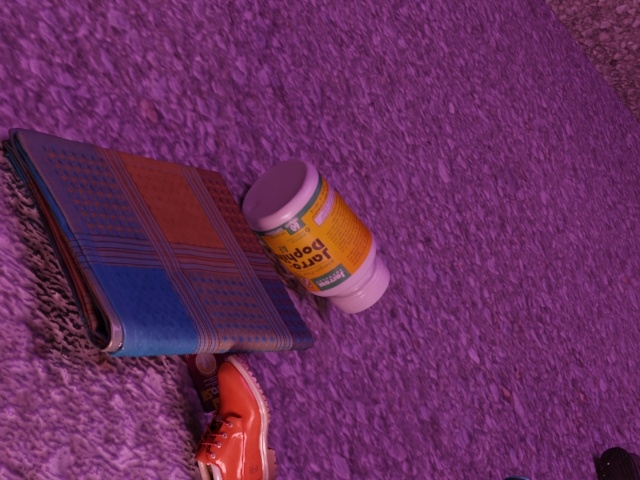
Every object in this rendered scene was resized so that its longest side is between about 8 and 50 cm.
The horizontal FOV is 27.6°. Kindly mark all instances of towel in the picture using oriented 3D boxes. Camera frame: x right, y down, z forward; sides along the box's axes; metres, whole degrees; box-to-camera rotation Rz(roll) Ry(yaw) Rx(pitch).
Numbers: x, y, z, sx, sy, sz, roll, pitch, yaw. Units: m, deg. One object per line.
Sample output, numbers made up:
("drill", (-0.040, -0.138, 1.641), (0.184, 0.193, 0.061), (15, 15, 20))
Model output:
("towel", (-0.170, 0.013, 1.447), (0.370, 0.040, 0.271), (9, 48, -59))

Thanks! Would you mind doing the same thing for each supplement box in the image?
("supplement box", (-0.115, 0.147, 1.485), (0.043, 0.055, 0.083), (-19, 85, -62))

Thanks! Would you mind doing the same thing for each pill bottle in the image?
("pill bottle", (0.000, 0.000, 1.726), (0.208, 0.118, 0.117), (49, 33, -32))

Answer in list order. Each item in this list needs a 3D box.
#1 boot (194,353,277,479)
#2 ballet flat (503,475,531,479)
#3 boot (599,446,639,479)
("boot", (-0.100, 0.205, 1.415), (0.085, 0.059, 0.157), (-17, 108, -27))
("ballet flat", (0.368, 0.469, 2.057), (0.280, 0.095, 0.096), (34, 51, -30))
("boot", (0.599, 0.507, 2.437), (0.161, 0.083, 0.246), (30, 46, -56))
